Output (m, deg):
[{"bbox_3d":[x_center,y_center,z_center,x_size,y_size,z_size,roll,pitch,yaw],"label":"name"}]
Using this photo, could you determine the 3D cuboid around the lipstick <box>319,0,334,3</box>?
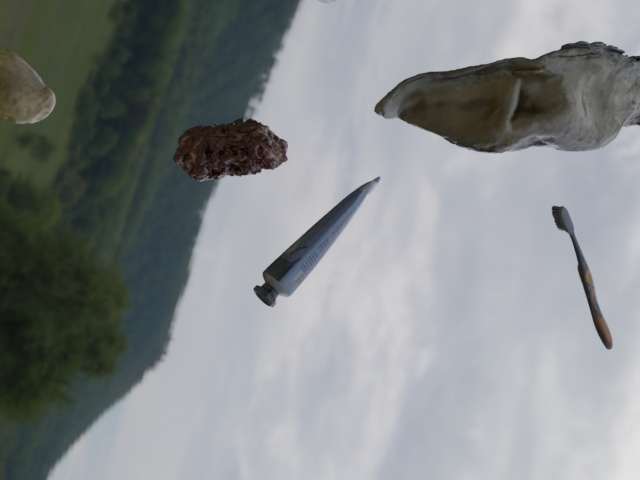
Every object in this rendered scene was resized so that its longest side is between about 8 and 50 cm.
[{"bbox_3d":[-0.015,-0.316,1.398,0.063,0.057,0.186,-32,169,15],"label":"lipstick"}]

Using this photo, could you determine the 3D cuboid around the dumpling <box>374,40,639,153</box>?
[{"bbox_3d":[0.231,-0.128,1.225,0.166,0.332,0.086,152,-67,-66],"label":"dumpling"}]

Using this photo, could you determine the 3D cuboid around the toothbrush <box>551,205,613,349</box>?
[{"bbox_3d":[0.466,0.070,2.202,0.023,0.321,0.031,-37,-152,-21],"label":"toothbrush"}]

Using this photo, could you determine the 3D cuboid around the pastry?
[{"bbox_3d":[-0.160,-0.160,2.207,0.209,0.097,0.115,-2,-139,34],"label":"pastry"}]

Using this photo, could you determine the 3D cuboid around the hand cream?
[{"bbox_3d":[0.000,0.000,1.890,0.256,0.055,0.088,-45,174,-17],"label":"hand cream"}]

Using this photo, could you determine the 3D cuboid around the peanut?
[{"bbox_3d":[-0.564,-0.263,2.087,0.137,0.253,0.122,86,20,-43],"label":"peanut"}]
